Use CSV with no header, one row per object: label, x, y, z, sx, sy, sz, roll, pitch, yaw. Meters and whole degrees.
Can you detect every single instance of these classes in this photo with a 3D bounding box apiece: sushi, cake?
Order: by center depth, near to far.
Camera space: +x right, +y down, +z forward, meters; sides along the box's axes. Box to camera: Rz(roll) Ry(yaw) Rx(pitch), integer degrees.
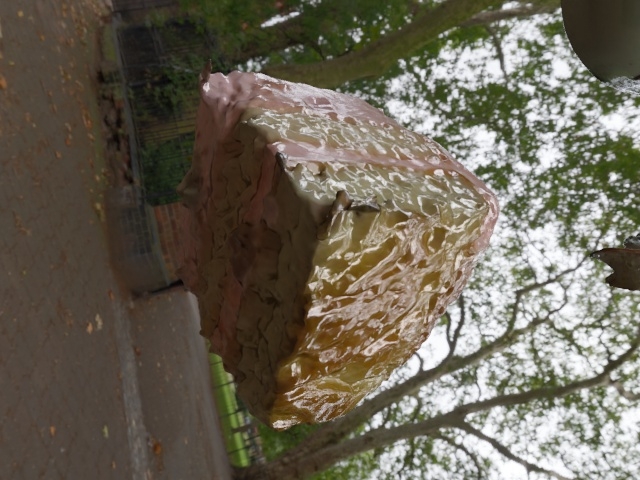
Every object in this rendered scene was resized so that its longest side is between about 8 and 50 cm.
cake,0.000,0.000,0.601,0.307,0.293,0.314,50,-51,40
sushi,0.614,0.028,0.840,0.109,0.272,0.134,-116,-155,-70

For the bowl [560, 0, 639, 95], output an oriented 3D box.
bowl,0.561,-0.389,0.711,0.185,0.353,0.354,-84,165,-74
